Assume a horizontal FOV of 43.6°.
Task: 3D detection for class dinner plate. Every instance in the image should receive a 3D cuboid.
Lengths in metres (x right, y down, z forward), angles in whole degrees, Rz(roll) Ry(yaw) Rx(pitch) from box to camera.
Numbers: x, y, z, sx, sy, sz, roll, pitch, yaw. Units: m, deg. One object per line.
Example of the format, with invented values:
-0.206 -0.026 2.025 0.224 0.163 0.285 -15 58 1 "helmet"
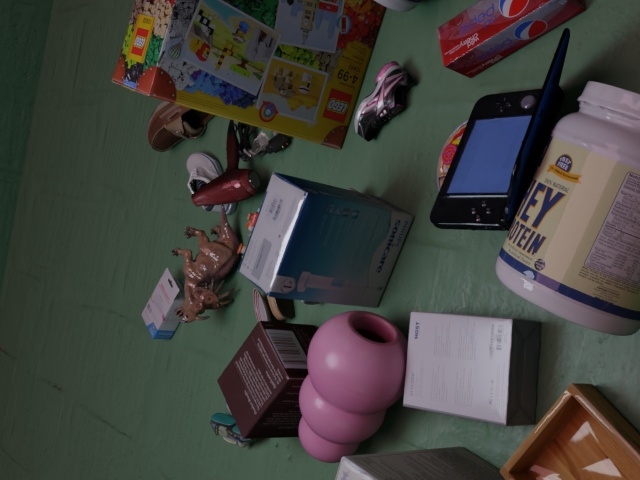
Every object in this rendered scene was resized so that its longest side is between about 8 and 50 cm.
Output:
-0.135 0.181 1.909 0.141 0.017 0.141 168 90 -74 "dinner plate"

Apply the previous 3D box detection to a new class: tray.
0.466 0.428 1.177 0.411 0.076 0.203 51 119 40 "tray"

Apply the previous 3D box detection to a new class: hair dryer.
-0.214 -0.190 2.042 0.293 0.080 0.223 -47 44 -1 "hair dryer"

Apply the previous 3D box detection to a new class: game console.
0.295 -0.180 1.337 0.250 0.173 0.293 3 59 44 "game console"

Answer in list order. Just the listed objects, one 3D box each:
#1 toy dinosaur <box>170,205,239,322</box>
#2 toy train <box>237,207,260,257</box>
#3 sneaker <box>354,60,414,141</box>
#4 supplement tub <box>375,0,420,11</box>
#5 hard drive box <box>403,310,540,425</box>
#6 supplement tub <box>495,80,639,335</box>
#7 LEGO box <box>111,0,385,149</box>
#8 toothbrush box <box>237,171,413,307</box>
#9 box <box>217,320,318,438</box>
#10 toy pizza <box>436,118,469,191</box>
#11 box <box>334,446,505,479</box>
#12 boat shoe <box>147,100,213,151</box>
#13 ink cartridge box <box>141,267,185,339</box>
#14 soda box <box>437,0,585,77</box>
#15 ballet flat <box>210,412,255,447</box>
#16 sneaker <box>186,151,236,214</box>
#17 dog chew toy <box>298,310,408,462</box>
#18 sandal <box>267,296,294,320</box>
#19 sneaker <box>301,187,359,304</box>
-0.275 0.066 2.060 0.200 0.127 0.295 36 95 36 "toy dinosaur"
-0.173 -0.009 1.958 0.125 0.046 0.166 -68 -5 -77 "toy train"
0.136 -0.285 1.696 0.077 0.072 0.178 42 120 33 "sneaker"
0.184 -0.652 1.580 0.331 0.241 0.241 -50 49 30 "supplement tub"
0.266 0.223 1.430 0.232 0.089 0.181 0 83 48 "hard drive box"
0.425 -0.049 1.192 0.235 0.235 0.325 34 108 46 "supplement tub"
-0.139 -0.438 1.706 0.193 0.500 0.372 28 104 48 "LEGO box"
0.015 0.005 1.602 0.126 0.295 0.216 35 109 47 "toothbrush box"
-0.088 0.306 1.756 0.203 0.167 0.168 -55 47 27 "box"
0.293 -0.141 1.514 0.201 0.032 0.201 -12 73 47 "toy pizza"
0.172 0.432 1.326 0.148 0.311 0.121 25 101 48 "box"
-0.385 -0.343 2.260 0.324 0.123 0.116 -41 56 38 "boat shoe"
-0.426 0.177 2.244 0.181 0.061 0.104 -58 46 24 "ink cartridge box"
0.343 -0.404 1.469 0.263 0.083 0.092 -26 63 44 "soda box"
-0.197 0.466 1.940 0.188 0.070 0.070 7 88 51 "ballet flat"
-0.314 -0.164 2.161 0.258 0.091 0.094 48 118 42 "sneaker"
0.051 0.304 1.587 0.206 0.206 0.332 48 128 42 "dog chew toy"
-0.130 0.080 1.909 0.079 0.088 0.240 -26 69 37 "sandal"
0.000 0.000 1.763 0.115 0.105 0.281 47 117 43 "sneaker"
